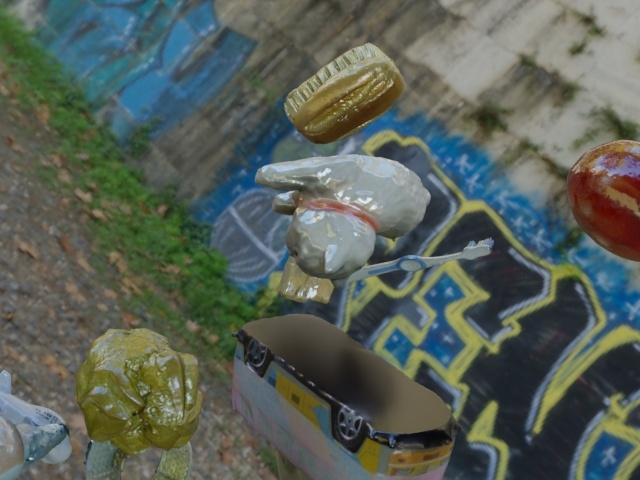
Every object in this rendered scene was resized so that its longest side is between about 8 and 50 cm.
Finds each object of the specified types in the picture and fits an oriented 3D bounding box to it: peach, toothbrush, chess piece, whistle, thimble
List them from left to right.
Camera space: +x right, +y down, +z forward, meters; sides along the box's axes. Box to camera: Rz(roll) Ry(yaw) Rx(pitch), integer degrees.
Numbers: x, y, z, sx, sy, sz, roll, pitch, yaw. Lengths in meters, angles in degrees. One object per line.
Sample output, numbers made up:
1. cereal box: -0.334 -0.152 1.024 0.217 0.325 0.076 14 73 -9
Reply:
1. whistle: -0.672 0.456 1.799 0.189 0.189 0.348 45 14 19
2. thimble: -0.490 0.598 2.283 0.271 0.271 0.150 46 -1 42
3. chess piece: 0.000 0.000 1.933 0.137 0.301 0.137 21 1 0
4. toothbrush: 0.178 0.050 1.718 0.040 0.386 0.040 21 61 -46
5. peach: 0.569 -0.078 1.554 0.243 0.199 0.243 38 15 -12

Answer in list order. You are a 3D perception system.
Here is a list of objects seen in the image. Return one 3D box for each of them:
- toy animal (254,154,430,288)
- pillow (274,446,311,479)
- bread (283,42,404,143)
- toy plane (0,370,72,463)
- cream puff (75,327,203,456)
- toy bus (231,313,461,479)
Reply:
1. toy animal: 0.064 -0.021 1.366 0.308 0.266 0.188 76 -6 -69
2. pillow: -0.033 0.494 1.869 0.302 0.075 0.185 161 -77 -65
3. bread: 0.050 -0.282 1.680 0.140 0.236 0.106 46 15 -45
4. toy plane: -0.718 0.445 2.066 0.267 0.122 0.267 36 -18 14
5. cream puff: -0.443 0.370 2.065 0.274 0.323 0.270 -8 0 -44
6. toy bus: 0.027 0.257 1.235 0.171 0.162 0.386 -5 21 -36
